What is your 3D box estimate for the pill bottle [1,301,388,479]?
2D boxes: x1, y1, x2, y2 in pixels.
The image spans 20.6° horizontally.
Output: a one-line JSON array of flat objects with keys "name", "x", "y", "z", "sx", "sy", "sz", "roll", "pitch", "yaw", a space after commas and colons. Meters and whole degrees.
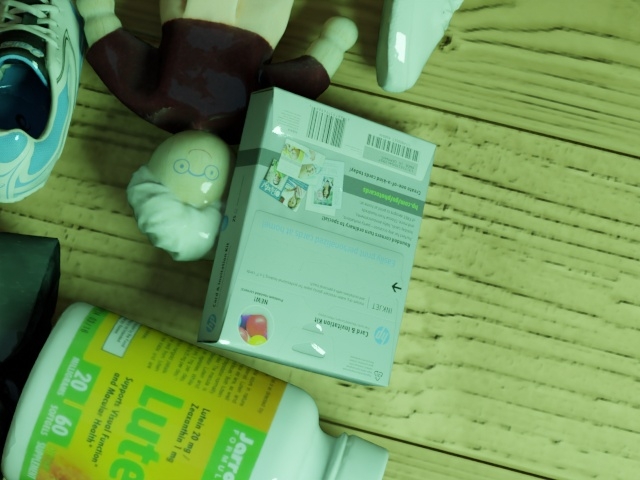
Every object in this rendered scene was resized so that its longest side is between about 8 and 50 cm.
[{"name": "pill bottle", "x": -0.084, "y": 0.147, "z": 1.227, "sx": 0.246, "sy": 0.136, "sz": 0.136, "roll": 22, "pitch": 81, "yaw": 1}]

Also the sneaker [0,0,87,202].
[{"name": "sneaker", "x": -0.213, "y": -0.139, "z": 1.291, "sx": 0.085, "sy": 0.086, "sz": 0.237, "roll": 9, "pitch": 55, "yaw": -10}]

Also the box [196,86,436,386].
[{"name": "box", "x": 0.000, "y": 0.000, "z": 1.269, "sx": 0.145, "sy": 0.038, "sz": 0.186, "roll": 16, "pitch": 78, "yaw": -29}]

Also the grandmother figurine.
[{"name": "grandmother figurine", "x": -0.080, "y": -0.151, "z": 1.307, "sx": 0.208, "sy": 0.104, "sz": 0.342, "roll": 6, "pitch": 78, "yaw": 8}]

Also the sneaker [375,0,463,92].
[{"name": "sneaker", "x": 0.102, "y": -0.206, "z": 1.324, "sx": 0.094, "sy": 0.080, "sz": 0.212, "roll": 16, "pitch": 79, "yaw": -6}]

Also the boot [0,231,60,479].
[{"name": "boot", "x": -0.402, "y": -0.022, "z": 1.272, "sx": 0.445, "sy": 0.146, "sz": 0.367, "roll": 13, "pitch": 88, "yaw": 8}]
